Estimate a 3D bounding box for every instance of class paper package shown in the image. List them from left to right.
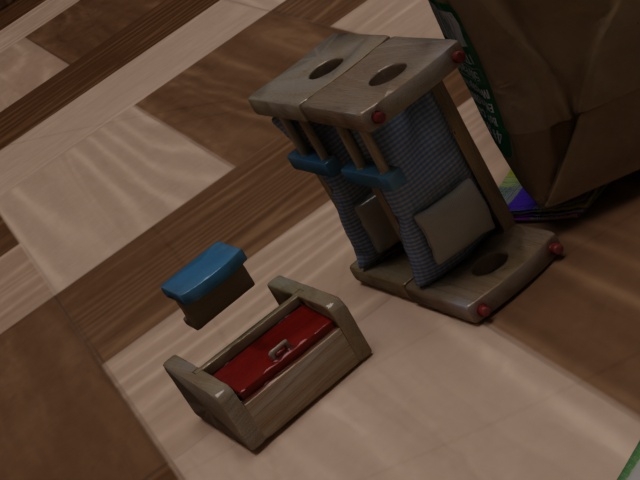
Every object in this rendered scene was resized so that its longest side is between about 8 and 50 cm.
[{"bbox_3d":[0.208,-0.203,0.802,0.310,0.168,0.325,-25,24,12],"label":"paper package"}]

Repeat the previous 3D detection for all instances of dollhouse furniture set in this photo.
[{"bbox_3d":[0.000,0.000,0.714,0.184,0.129,0.129,-39,24,-17],"label":"dollhouse furniture set"}]

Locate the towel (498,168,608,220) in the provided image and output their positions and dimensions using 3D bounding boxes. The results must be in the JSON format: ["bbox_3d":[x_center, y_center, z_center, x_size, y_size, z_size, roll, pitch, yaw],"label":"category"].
[{"bbox_3d":[0.127,-0.032,0.771,0.083,0.009,0.060,-1,38,50],"label":"towel"}]

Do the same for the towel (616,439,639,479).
[{"bbox_3d":[0.142,0.050,0.346,0.248,0.038,0.325,-49,-4,-29],"label":"towel"}]
